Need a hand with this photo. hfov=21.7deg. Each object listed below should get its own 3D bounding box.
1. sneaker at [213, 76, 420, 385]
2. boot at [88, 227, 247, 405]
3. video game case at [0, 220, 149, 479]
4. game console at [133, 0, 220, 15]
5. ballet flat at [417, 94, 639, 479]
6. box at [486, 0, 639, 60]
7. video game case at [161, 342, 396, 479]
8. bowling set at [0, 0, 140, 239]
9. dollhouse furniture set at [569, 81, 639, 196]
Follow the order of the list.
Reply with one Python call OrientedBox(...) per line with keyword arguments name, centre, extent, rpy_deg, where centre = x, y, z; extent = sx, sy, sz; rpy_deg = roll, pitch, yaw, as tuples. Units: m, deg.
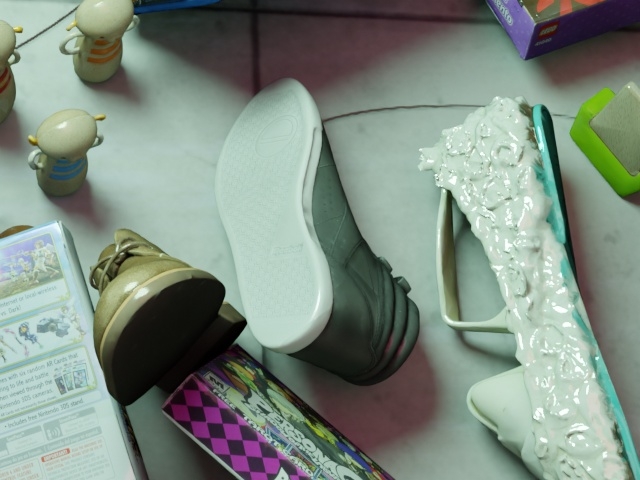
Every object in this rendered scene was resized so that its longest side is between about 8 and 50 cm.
OrientedBox(name="sneaker", centre=(0.000, 0.000, 1.388), extent=(0.147, 0.105, 0.295), rpy_deg=(38, 30, -40))
OrientedBox(name="boot", centre=(-0.136, 0.046, 1.231), extent=(0.112, 0.305, 0.115), rpy_deg=(-45, 83, -3))
OrientedBox(name="video game case", centre=(-0.282, 0.144, 1.251), extent=(0.270, 0.061, 0.244), rpy_deg=(-19, 77, -1))
OrientedBox(name="game console", centre=(-0.057, -0.317, 1.427), extent=(0.293, 0.250, 0.173), rpy_deg=(-25, 105, -25))
OrientedBox(name="ballet flat", centre=(0.175, 0.079, 1.392), extent=(0.147, 0.147, 0.408), rpy_deg=(-8, 71, -15))
OrientedBox(name="box", centre=(0.268, -0.297, 1.536), extent=(0.293, 0.057, 0.201), rpy_deg=(-21, 63, -18))
OrientedBox(name="video game case", centre=(-0.005, 0.175, 1.263), extent=(0.232, 0.210, 0.042), rpy_deg=(40, 95, 4))
OrientedBox(name="bowling set", centre=(-0.242, -0.074, 1.320), extent=(0.287, 0.154, 0.199), rpy_deg=(-24, 78, -18))
OrientedBox(name="dollhouse furniture set", centre=(0.404, -0.134, 1.484), extent=(0.301, 0.151, 0.197), rpy_deg=(-36, 82, -21))
